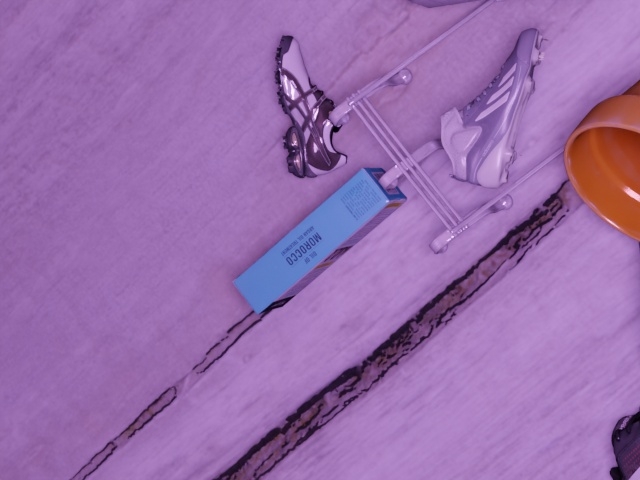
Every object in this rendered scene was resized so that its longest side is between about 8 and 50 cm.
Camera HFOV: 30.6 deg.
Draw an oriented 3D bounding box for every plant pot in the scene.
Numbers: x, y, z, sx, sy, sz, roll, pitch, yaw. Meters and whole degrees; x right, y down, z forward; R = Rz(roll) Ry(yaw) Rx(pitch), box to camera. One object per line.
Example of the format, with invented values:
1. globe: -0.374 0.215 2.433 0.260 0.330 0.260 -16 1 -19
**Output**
1. plant pot: 0.426 -0.124 1.390 0.205 0.205 0.188 35 67 12

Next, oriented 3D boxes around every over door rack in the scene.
1. over door rack: 0.209 -0.167 1.524 0.324 0.108 0.239 -38 83 3

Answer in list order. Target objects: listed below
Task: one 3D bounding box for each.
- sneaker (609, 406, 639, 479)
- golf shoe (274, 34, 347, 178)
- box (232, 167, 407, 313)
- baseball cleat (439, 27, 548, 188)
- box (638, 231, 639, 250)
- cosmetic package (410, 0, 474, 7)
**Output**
1. sneaker: 0.431 0.237 1.442 0.135 0.098 0.276 36 137 31
2. golf shoe: -0.011 -0.187 1.606 0.094 0.077 0.198 -8 99 7
3. box: 0.000 0.000 1.597 0.244 0.100 0.060 -41 81 16
4. baseball cleat: 0.206 -0.170 1.435 0.109 0.072 0.205 14 83 14
5. box: 0.474 0.064 1.415 0.156 0.093 0.158 -8 53 18
6. cosmetic package: 0.200 -0.396 1.359 0.365 0.155 0.196 10 88 55
